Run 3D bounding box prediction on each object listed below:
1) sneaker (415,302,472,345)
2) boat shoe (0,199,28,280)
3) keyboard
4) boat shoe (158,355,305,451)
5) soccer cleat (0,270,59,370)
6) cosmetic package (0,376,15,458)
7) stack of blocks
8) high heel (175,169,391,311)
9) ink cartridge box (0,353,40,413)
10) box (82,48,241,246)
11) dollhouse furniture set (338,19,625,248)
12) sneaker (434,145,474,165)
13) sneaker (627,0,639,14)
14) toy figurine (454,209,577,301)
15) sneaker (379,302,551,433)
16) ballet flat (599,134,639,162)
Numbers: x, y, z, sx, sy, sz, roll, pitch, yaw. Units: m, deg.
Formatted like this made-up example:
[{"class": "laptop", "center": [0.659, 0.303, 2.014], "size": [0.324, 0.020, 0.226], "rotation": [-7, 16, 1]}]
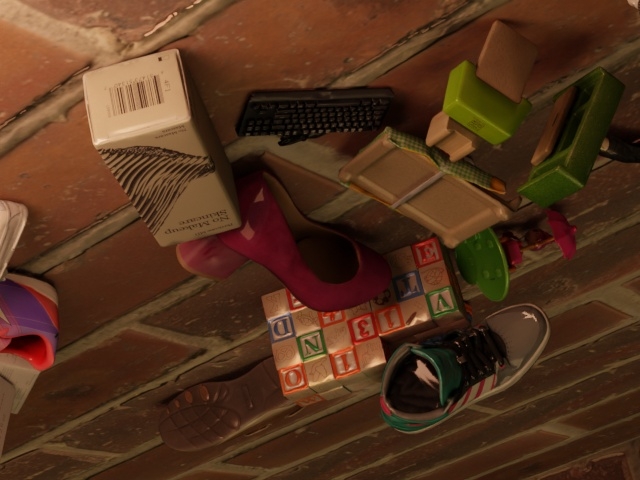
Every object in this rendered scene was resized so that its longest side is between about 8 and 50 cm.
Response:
[{"class": "sneaker", "center": [0.174, 0.156, 2.117], "size": [0.221, 0.087, 0.083], "rotation": [-3, 153, -23]}, {"class": "boat shoe", "center": [-0.412, 0.029, 1.513], "size": [0.063, 0.066, 0.184], "rotation": [1, 117, -51]}, {"class": "keyboard", "center": [-0.009, -0.143, 1.462], "size": [0.180, 0.023, 0.108], "rotation": [-4, 154, -20]}, {"class": "boat shoe", "center": [-0.143, 0.309, 2.244], "size": [0.324, 0.123, 0.116], "rotation": [-21, 157, 19]}, {"class": "soccer cleat", "center": [-0.461, 0.089, 1.603], "size": [0.109, 0.116, 0.318], "rotation": [-25, 153, 24]}, {"class": "cosmetic package", "center": [-0.566, 0.251, 1.786], "size": [0.152, 0.151, 0.183], "rotation": [-7, 148, 17]}, {"class": "stack of blocks", "center": [0.074, 0.129, 1.907], "size": [0.297, 0.171, 0.087], "rotation": [-20, 155, 12]}, {"class": "high heel", "center": [0.000, 0.000, 1.662], "size": [0.377, 0.127, 0.181], "rotation": [6, 143, -45]}, {"class": "ink cartridge box", "center": [-0.551, 0.192, 1.883], "size": [0.225, 0.056, 0.181], "rotation": [17, 146, -17]}, {"class": "box", "center": [-0.172, -0.096, 1.387], "size": [0.113, 0.094, 0.275], "rotation": [-15, 155, 3]}, {"class": "dollhouse furniture set", "center": [0.184, -0.129, 1.495], "size": [0.198, 0.151, 0.301], "rotation": [31, 154, -14]}, {"class": "sneaker", "center": [0.185, -0.084, 1.634], "size": [0.042, 0.067, 0.118], "rotation": [-21, 154, 16]}, {"class": "sneaker", "center": [0.420, -0.278, 1.334], "size": [0.166, 0.076, 0.065], "rotation": [-30, 152, 31]}, {"class": "toy figurine", "center": [0.311, 0.011, 1.878], "size": [0.159, 0.130, 0.173], "rotation": [-16, 179, -17]}, {"class": "sneaker", "center": [0.204, 0.183, 1.824], "size": [0.295, 0.123, 0.178], "rotation": [-37, 162, 7]}, {"class": "ballet flat", "center": [0.431, -0.132, 1.705], "size": [0.173, 0.049, 0.057], "rotation": [5, -166, -34]}]
